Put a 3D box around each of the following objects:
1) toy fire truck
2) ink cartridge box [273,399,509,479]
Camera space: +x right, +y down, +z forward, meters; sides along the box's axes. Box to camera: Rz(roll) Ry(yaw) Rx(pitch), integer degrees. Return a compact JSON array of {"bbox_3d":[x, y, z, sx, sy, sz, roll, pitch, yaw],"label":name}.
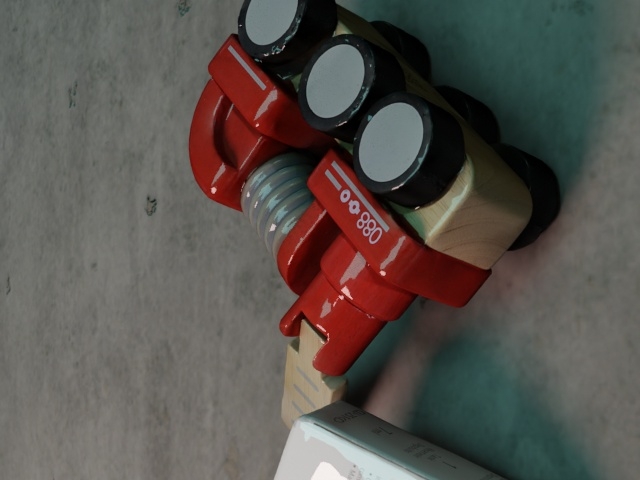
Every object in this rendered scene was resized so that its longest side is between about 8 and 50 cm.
[{"bbox_3d":[0.000,0.000,0.818,0.246,0.158,0.217,-53,47,16],"label":"toy fire truck"},{"bbox_3d":[0.061,0.276,0.740,0.261,0.066,0.296,24,103,23],"label":"ink cartridge box"}]
